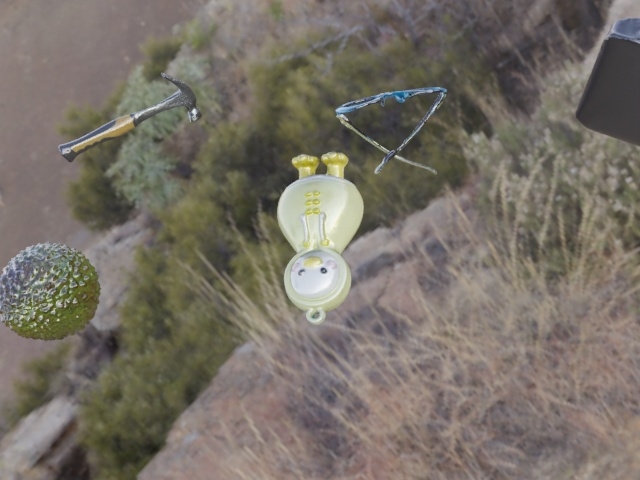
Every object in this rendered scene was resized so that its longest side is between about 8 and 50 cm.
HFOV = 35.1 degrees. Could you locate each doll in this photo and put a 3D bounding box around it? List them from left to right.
[{"bbox_3d":[-0.002,-0.006,1.611,0.141,0.117,0.296,-3,55,7],"label":"doll"}]

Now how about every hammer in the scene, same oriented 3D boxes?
[{"bbox_3d":[-0.267,-0.165,1.396,0.201,0.078,0.021,-26,25,-10],"label":"hammer"}]

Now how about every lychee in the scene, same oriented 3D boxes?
[{"bbox_3d":[-0.420,0.080,1.550,0.171,0.171,0.171,-30,28,18],"label":"lychee"}]

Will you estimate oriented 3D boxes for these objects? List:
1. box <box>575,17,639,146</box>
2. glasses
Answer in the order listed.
[{"bbox_3d":[0.615,-0.251,1.776,0.289,0.289,0.073,21,64,11],"label":"box"},{"bbox_3d":[0.164,-0.230,2.053,0.239,0.207,0.102,-16,-22,-15],"label":"glasses"}]
